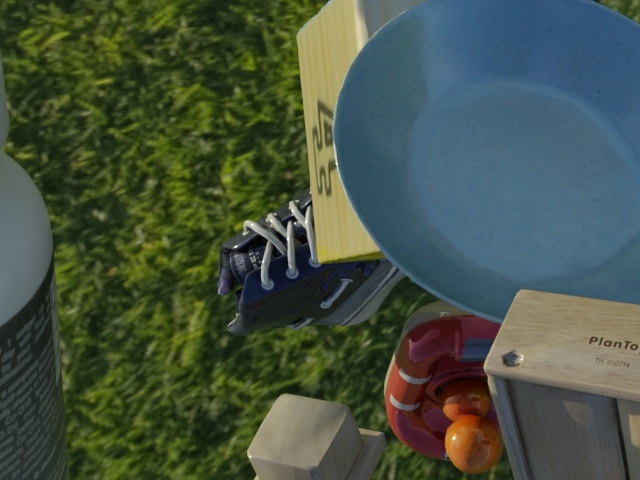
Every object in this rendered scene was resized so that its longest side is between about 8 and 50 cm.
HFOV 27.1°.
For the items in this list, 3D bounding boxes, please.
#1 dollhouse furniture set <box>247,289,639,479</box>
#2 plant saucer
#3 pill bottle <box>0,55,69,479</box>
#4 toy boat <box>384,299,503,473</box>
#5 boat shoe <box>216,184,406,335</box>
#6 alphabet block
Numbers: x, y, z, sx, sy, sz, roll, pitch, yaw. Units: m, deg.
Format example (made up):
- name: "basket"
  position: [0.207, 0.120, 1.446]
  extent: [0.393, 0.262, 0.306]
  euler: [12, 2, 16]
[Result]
- name: "dollhouse furniture set"
  position: [0.091, 0.209, 0.465]
  extent: [0.303, 0.355, 0.174]
  euler: [6, 136, 28]
- name: "plant saucer"
  position: [0.100, -0.037, 0.640]
  extent: [0.195, 0.195, 0.037]
  euler: [37, 154, 13]
- name: "pill bottle"
  position: [-0.253, 0.060, 0.756]
  extent: [0.210, 0.210, 0.363]
  euler: [19, 127, 20]
- name: "toy boat"
  position: [0.151, 0.170, 1.375]
  extent: [0.151, 0.151, 0.231]
  euler: [0, 146, -8]
- name: "boat shoe"
  position: [0.000, 0.000, 1.259]
  extent: [0.340, 0.158, 0.127]
  euler: [114, 141, -57]
- name: "alphabet block"
  position: [0.097, -0.090, 1.033]
  extent: [0.192, 0.193, 0.197]
  euler: [-6, 87, -13]
